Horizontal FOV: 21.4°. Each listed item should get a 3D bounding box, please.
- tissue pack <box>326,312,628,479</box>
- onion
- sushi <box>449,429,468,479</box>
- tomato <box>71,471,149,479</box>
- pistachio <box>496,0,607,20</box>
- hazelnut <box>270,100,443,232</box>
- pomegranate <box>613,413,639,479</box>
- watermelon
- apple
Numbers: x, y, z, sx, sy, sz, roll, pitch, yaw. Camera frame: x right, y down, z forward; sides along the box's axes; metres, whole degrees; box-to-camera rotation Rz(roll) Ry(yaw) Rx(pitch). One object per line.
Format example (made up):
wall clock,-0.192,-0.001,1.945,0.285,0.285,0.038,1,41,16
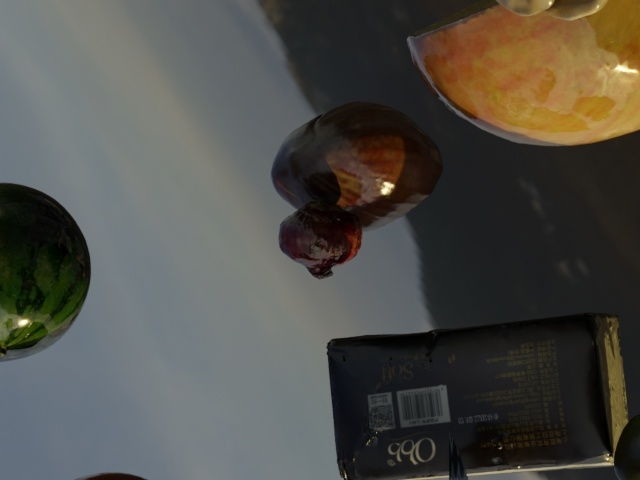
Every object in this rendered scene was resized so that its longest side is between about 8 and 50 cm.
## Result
tissue pack,0.202,0.211,2.196,0.198,0.370,0.210,0,-96,-71
onion,0.000,0.000,2.110,0.107,0.107,0.097,50,-141,-78
sushi,0.138,0.372,1.923,0.290,0.050,0.264,-100,9,-77
tomato,-0.272,0.474,2.231,0.290,0.325,0.293,8,-172,-43
pistachio,0.217,-0.372,1.701,0.193,0.214,0.318,7,-108,-35
hazelnut,0.042,-0.103,2.210,0.181,0.212,0.181,47,-134,-23
pomegranate,0.439,0.256,2.053,0.152,0.131,0.191,38,-151,2
watermelon,-0.420,0.043,2.212,0.242,0.242,0.242,58,-178,-3
apple,0.294,-0.244,2.028,0.314,0.252,0.309,21,171,-25
